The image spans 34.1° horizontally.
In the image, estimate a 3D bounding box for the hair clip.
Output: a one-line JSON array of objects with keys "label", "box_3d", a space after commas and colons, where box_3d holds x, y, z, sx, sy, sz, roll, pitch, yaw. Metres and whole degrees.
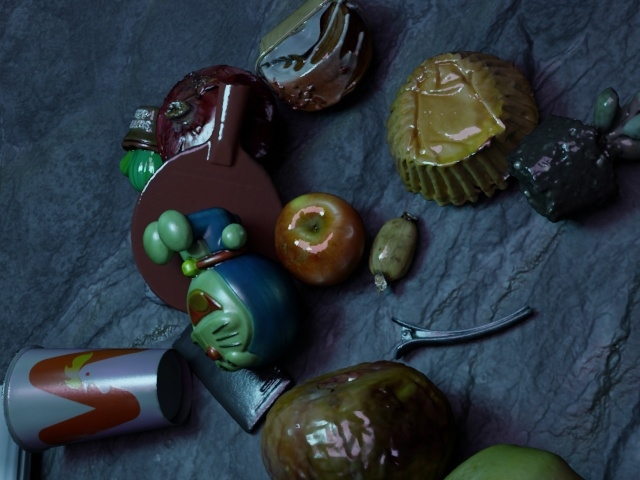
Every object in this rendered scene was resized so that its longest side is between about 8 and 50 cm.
[{"label": "hair clip", "box_3d": [0.223, 0.141, 1.646, 0.229, 0.039, 0.070, -9, 67, 20]}]

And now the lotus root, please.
[{"label": "lotus root", "box_3d": [0.118, 0.019, 1.730, 0.072, 0.063, 0.152, 14, 74, 22]}]

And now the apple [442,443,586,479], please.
[{"label": "apple", "box_3d": [0.247, 0.411, 1.389, 0.279, 0.279, 0.279, -10, 66, 25]}]

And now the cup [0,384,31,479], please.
[{"label": "cup", "box_3d": [-0.635, 0.384, 1.935, 0.221, 0.167, 0.202, -10, 64, 23]}]

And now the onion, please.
[{"label": "onion", "box_3d": [-0.200, -0.202, 1.894, 0.252, 0.219, 0.252, -4, 81, 30]}]

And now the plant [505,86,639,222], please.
[{"label": "plant", "box_3d": [0.422, -0.151, 1.584, 0.274, 0.149, 0.146, -33, 33, 6]}]

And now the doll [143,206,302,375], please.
[{"label": "doll", "box_3d": [-0.145, 0.080, 1.724, 0.198, 0.186, 0.322, -21, 96, 59]}]

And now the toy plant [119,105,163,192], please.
[{"label": "toy plant", "box_3d": [-0.336, -0.159, 2.025, 0.143, 0.105, 0.200, 8, 87, 41]}]

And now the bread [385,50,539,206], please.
[{"label": "bread", "box_3d": [0.223, -0.199, 1.707, 0.274, 0.149, 0.274, -11, 63, 22]}]

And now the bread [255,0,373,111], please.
[{"label": "bread", "box_3d": [-0.004, -0.337, 1.898, 0.224, 0.142, 0.212, -38, 43, 11]}]

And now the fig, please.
[{"label": "fig", "box_3d": [0.072, 0.367, 1.546, 0.286, 0.286, 0.368, -3, 106, 27]}]

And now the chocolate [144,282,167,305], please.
[{"label": "chocolate", "box_3d": [-0.250, 0.077, 1.902, 0.167, 0.072, 0.072, -12, 66, 21]}]

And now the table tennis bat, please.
[{"label": "table tennis bat", "box_3d": [-0.184, -0.068, 1.805, 0.268, 0.051, 0.414, 10, 100, -4]}]

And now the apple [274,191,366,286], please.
[{"label": "apple", "box_3d": [0.000, 0.000, 1.761, 0.163, 0.139, 0.163, -5, 65, 11]}]

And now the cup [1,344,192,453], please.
[{"label": "cup", "box_3d": [-0.385, 0.267, 1.842, 0.288, 0.203, 0.203, -7, 68, 19]}]

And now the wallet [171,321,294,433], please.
[{"label": "wallet", "box_3d": [-0.158, 0.215, 1.824, 0.124, 0.025, 0.244, -50, 57, 3]}]
